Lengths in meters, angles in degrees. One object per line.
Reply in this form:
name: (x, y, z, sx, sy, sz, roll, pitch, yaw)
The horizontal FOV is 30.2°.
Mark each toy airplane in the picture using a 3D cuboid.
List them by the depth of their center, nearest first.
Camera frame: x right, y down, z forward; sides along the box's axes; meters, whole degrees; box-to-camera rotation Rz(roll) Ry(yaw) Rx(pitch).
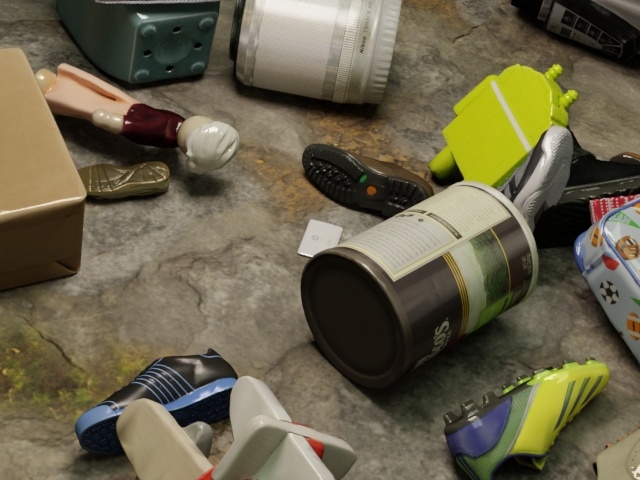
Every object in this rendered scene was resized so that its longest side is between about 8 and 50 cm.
toy airplane: (-0.111, 0.339, 1.237, 0.384, 0.272, 0.386, -7, 50, 28)

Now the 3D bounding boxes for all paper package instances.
paper package: (-0.518, -0.091, 1.662, 0.309, 0.168, 0.325, -14, 57, -25)

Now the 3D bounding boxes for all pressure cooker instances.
pressure cooker: (0.548, -0.578, 2.309, 0.420, 0.370, 0.375, 21, 39, 6)

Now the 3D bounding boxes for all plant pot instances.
plant pot: (-0.297, -0.414, 2.050, 0.247, 0.248, 0.252, -12, 57, -24)

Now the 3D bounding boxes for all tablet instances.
tablet: (0.000, 0.000, 1.825, 0.054, 0.006, 0.083, 15, 42, 5)

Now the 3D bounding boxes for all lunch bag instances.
lunch bag: (0.533, 0.071, 1.728, 0.243, 0.115, 0.303, -21, 73, -30)

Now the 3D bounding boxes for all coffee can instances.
coffee can: (0.140, 0.056, 1.649, 0.275, 0.201, 0.201, -27, 54, -35)

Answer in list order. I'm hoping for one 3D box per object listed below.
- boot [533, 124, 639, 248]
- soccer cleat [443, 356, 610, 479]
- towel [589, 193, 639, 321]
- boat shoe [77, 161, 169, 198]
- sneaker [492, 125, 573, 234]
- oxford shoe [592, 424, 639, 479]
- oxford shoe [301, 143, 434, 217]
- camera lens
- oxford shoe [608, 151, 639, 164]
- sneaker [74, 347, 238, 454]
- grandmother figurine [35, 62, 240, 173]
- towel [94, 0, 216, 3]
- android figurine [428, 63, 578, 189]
boot: (0.440, -0.127, 1.968, 0.348, 0.131, 0.260, -4, 44, -16)
soccer cleat: (0.286, 0.241, 1.586, 0.289, 0.093, 0.121, -18, 80, -34)
towel: (0.555, 0.021, 1.845, 0.275, 0.031, 0.199, -4, 77, -16)
boat shoe: (-0.310, -0.088, 1.832, 0.153, 0.048, 0.056, -9, 60, -12)
sneaker: (0.266, -0.066, 1.778, 0.153, 0.268, 0.101, 30, 19, 28)
oxford shoe: (0.425, 0.265, 1.499, 0.146, 0.140, 0.397, 10, 46, 36)
oxford shoe: (0.077, -0.097, 1.909, 0.227, 0.083, 0.096, 25, 25, 15)
camera lens: (-0.011, -0.358, 2.055, 0.274, 0.219, 0.219, 11, 42, -1)
oxford shoe: (0.598, -0.098, 2.018, 0.212, 0.076, 0.076, 32, 31, 19)
sneaker: (-0.213, 0.200, 1.511, 0.232, 0.081, 0.090, -11, 43, -33)
grandmother figurine: (-0.287, -0.189, 1.858, 0.342, 0.104, 0.208, 18, 19, 17)
towel: (-0.285, -0.529, 1.966, 0.243, 0.040, 0.336, -6, 60, -20)
android figurine: (0.292, -0.167, 1.889, 0.056, 0.273, 0.248, 24, 32, -39)
